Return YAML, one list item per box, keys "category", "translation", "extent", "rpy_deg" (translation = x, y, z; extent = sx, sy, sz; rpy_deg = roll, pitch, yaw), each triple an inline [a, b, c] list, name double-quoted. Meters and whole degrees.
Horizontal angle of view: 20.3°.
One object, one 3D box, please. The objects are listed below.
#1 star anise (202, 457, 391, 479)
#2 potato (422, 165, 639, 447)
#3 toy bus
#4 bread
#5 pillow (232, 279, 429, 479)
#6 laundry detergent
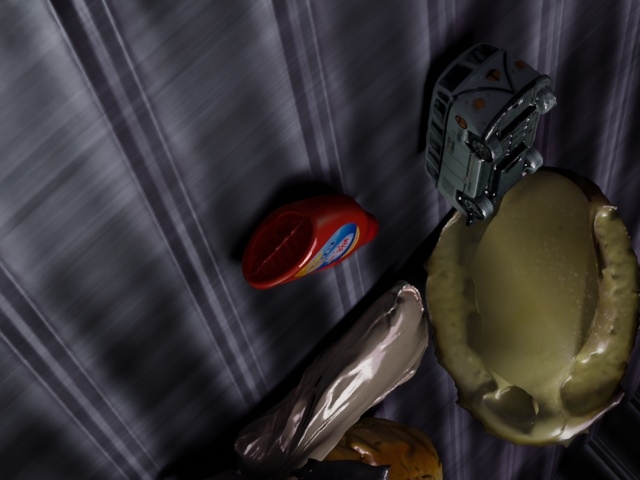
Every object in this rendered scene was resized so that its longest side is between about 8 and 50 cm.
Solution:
- category: "star anise"
  translation: [-0.043, 0.289, 1.768]
  extent: [0.283, 0.129, 0.212]
  rpy_deg: [4, 154, -8]
- category: "potato"
  translation: [0.223, 0.064, 1.870]
  extent: [0.243, 0.285, 0.242]
  rpy_deg: [-13, -178, 1]
- category: "toy bus"
  translation: [0.137, -0.094, 1.510]
  extent: [0.087, 0.089, 0.194]
  rpy_deg: [-43, 163, -16]
- category: "bread"
  translation: [0.030, 0.291, 2.061]
  extent: [0.167, 0.132, 0.294]
  rpy_deg: [-50, 163, 17]
- category: "pillow"
  translation: [0.010, 0.163, 1.834]
  extent: [0.270, 0.067, 0.173]
  rpy_deg: [-44, 157, -6]
- category: "laundry detergent"
  translation: [0.000, 0.000, 1.476]
  extent: [0.097, 0.049, 0.165]
  rpy_deg: [-45, 165, 21]
